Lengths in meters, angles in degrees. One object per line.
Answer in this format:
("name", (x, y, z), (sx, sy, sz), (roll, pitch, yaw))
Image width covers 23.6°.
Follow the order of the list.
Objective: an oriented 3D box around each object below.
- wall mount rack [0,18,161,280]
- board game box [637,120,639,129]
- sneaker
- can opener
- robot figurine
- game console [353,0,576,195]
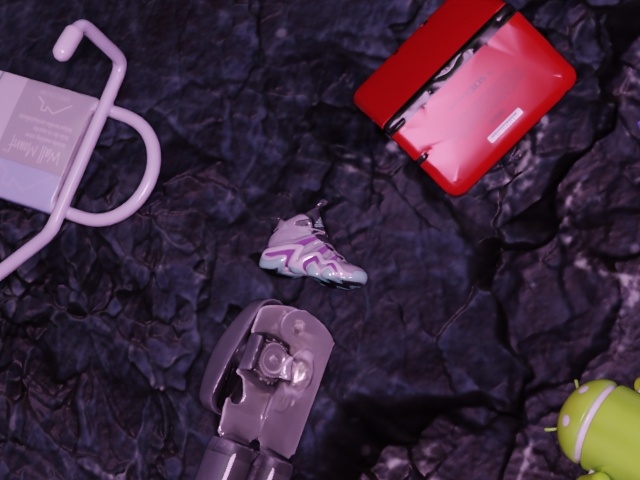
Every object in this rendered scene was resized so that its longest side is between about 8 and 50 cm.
("wall mount rack", (-0.331, -0.069, 1.372), (0.350, 0.130, 0.304), (17, 79, 28))
("board game box", (0.359, -0.058, 1.115), (0.210, 0.047, 0.160), (-25, 63, 13))
("sneaker", (0.000, 0.000, 1.255), (0.098, 0.038, 0.069), (11, 77, 26))
("can opener", (-0.072, 0.183, 1.216), (0.095, 0.076, 0.283), (4, 70, 58))
("robot figurine", (0.219, 0.142, 1.091), (0.115, 0.067, 0.101), (26, 73, 29))
("game console", (0.117, -0.126, 1.265), (0.124, 0.085, 0.144), (45, 93, -2))
